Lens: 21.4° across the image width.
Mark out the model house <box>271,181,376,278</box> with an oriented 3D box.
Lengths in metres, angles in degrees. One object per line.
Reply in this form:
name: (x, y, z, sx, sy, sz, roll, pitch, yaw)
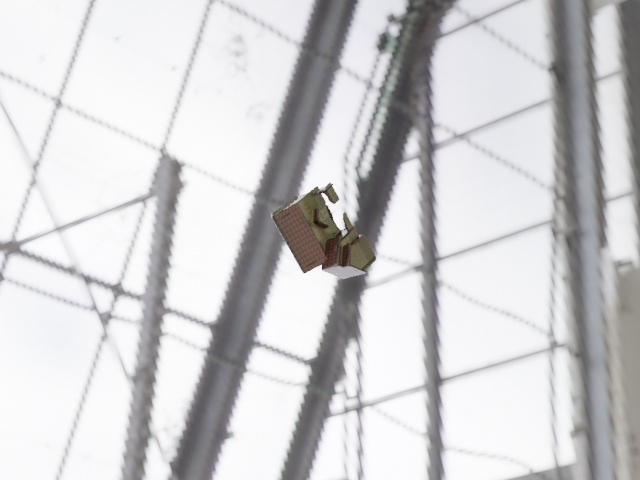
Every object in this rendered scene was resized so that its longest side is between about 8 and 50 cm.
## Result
model house: (0.000, 0.000, 1.486, 0.058, 0.057, 0.083, -40, -73, -47)
